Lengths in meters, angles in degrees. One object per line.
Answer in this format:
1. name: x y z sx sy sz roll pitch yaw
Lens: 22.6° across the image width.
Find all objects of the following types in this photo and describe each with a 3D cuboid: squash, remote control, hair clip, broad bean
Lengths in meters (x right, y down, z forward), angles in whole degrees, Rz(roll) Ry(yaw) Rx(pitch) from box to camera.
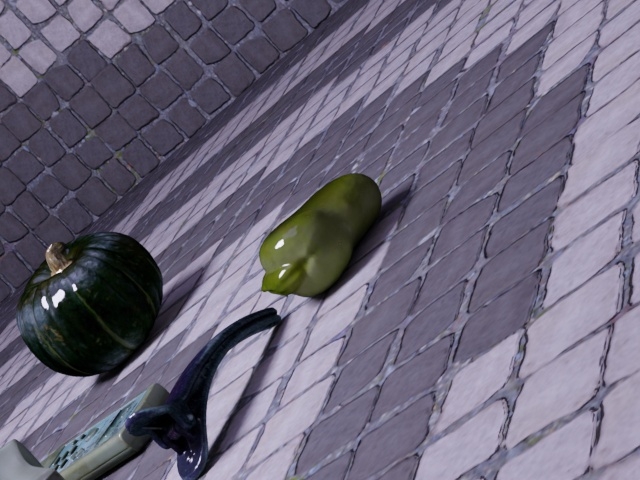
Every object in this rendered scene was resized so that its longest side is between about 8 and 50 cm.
1. squash: -0.312 0.084 2.164 0.218 0.172 0.218 -54 19 29
2. remote control: -0.256 0.238 1.771 0.233 0.038 0.098 -34 16 37
3. hair clip: -0.100 0.124 1.547 0.048 0.083 0.275 -49 4 34
4. broad bean: 0.000 0.000 1.649 0.124 0.082 0.174 -36 4 34

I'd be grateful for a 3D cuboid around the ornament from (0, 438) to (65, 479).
1. ornament: -0.344 0.288 1.689 0.285 0.120 0.130 -30 17 47
